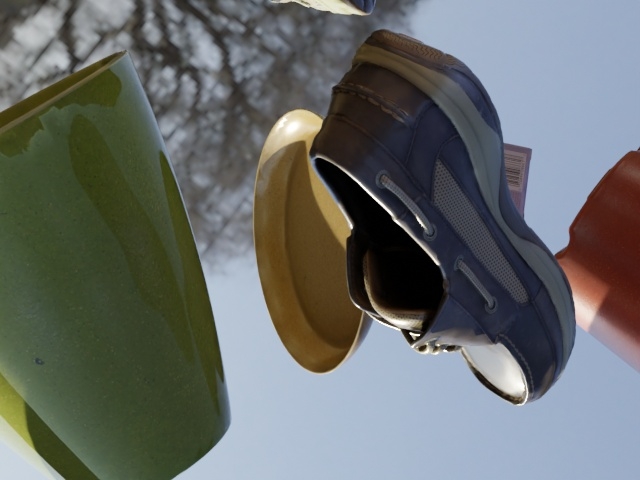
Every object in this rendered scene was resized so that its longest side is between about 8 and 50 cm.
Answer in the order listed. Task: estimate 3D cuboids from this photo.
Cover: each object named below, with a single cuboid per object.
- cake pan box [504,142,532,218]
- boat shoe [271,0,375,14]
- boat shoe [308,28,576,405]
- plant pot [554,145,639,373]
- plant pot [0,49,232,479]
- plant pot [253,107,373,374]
[{"bbox_3d":[0.150,-0.028,2.045,0.070,0.245,0.267,122,-23,-75],"label":"cake pan box"},{"bbox_3d":[-0.041,-0.217,1.049,0.089,0.285,0.105,-1,-102,21],"label":"boat shoe"},{"bbox_3d":[0.077,0.011,1.085,0.130,0.355,0.132,-45,-138,-18],"label":"boat shoe"},{"bbox_3d":[0.398,0.049,1.586,0.272,0.265,0.272,-46,158,-25],"label":"plant pot"},{"bbox_3d":[-0.195,0.047,1.158,0.274,0.294,0.275,-28,-168,6],"label":"plant pot"},{"bbox_3d":[0.000,0.000,1.338,0.236,0.032,0.236,21,-67,61],"label":"plant pot"}]
